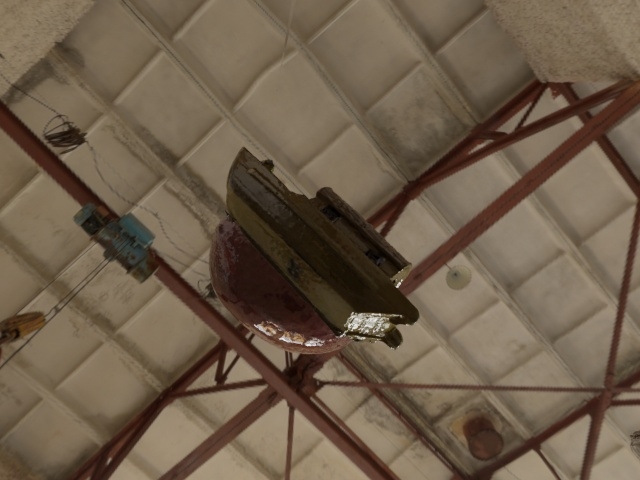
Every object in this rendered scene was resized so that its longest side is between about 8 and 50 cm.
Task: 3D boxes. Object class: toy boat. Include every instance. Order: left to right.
[{"bbox_3d":[0.000,0.000,0.522,0.088,0.068,0.226,-34,-111,-32],"label":"toy boat"}]

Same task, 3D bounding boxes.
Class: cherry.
[{"bbox_3d":[-0.042,0.056,0.920,0.307,0.261,0.221,28,-90,-36],"label":"cherry"}]

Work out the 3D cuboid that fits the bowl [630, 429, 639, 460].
[{"bbox_3d":[0.374,0.221,0.345,0.345,0.345,0.157,14,-111,-8],"label":"bowl"}]
